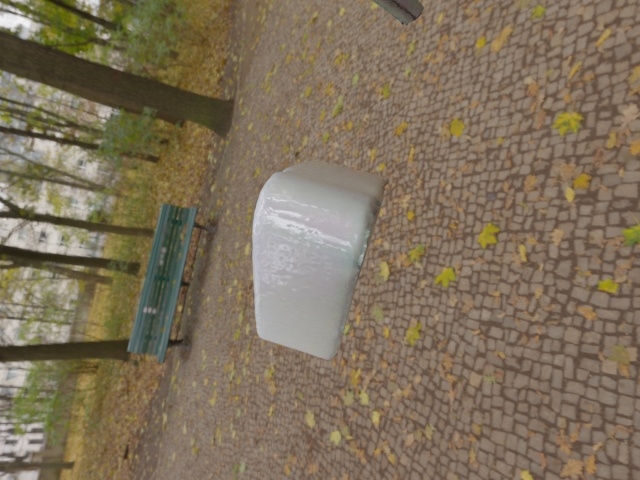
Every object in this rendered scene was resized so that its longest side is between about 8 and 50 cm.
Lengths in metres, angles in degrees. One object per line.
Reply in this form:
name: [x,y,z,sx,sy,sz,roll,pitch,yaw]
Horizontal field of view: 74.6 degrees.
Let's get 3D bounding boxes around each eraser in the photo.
eraser: [0.000,0.000,0.628,0.331,0.150,0.331,17,-90,-85]

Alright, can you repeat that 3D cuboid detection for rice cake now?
rice cake: [0.077,-0.319,0.531,0.033,0.208,0.033,21,107,34]
